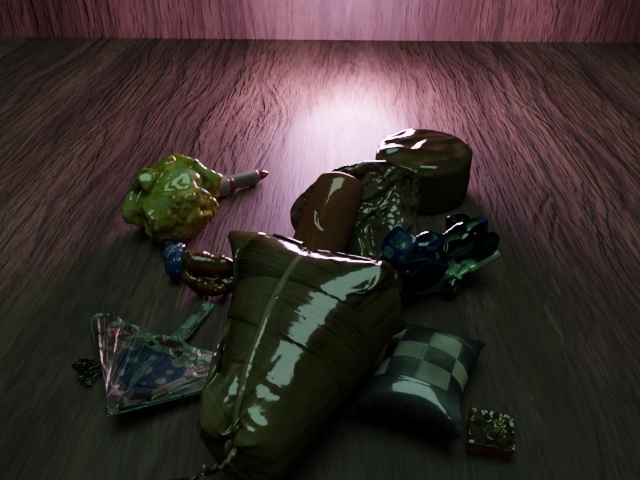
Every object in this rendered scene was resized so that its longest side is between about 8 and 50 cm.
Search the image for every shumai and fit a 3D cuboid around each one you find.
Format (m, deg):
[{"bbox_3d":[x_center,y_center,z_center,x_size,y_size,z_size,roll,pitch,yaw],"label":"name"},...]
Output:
[{"bbox_3d":[0.119,-0.033,1.446,0.346,0.217,0.283,-21,71,-8],"label":"shumai"}]

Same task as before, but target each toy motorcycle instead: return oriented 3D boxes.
[{"bbox_3d":[0.240,0.037,1.268,0.331,0.196,0.125,-21,39,-24],"label":"toy motorcycle"}]

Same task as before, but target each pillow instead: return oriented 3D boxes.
[{"bbox_3d":[0.187,0.242,1.054,0.186,0.106,0.250,14,33,19],"label":"pillow"}]

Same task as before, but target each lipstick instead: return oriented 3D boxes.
[{"bbox_3d":[-0.232,-0.175,1.702,0.186,0.057,0.063,-19,39,-33],"label":"lipstick"}]

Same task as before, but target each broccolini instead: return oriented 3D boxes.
[{"bbox_3d":[-0.374,0.243,1.114,0.194,0.054,0.052,-1,16,-5],"label":"broccolini"}]

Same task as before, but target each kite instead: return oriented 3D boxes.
[{"bbox_3d":[-0.304,0.213,1.132,0.406,0.014,0.368,17,30,12],"label":"kite"}]

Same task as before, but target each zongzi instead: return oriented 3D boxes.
[{"bbox_3d":[-0.153,0.199,1.050,0.467,0.218,0.500,14,49,40],"label":"zongzi"}]

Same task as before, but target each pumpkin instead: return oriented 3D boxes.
[{"bbox_3d":[0.289,0.325,0.981,0.083,0.054,0.074,10,40,6],"label":"pumpkin"}]

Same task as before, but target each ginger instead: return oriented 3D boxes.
[{"bbox_3d":[-0.238,0.080,1.298,0.162,0.103,0.073,8,-1,-4],"label":"ginger"}]

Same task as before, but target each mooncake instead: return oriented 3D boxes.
[{"bbox_3d":[0.289,-0.209,1.659,0.284,0.155,0.284,-2,34,1],"label":"mooncake"}]

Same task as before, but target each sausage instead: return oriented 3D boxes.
[{"bbox_3d":[0.000,0.001,1.284,0.121,0.121,0.304,16,78,21],"label":"sausage"}]

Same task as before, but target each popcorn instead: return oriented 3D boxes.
[{"bbox_3d":[-0.374,-0.111,1.493,0.255,0.195,0.256,-9,54,-3],"label":"popcorn"}]

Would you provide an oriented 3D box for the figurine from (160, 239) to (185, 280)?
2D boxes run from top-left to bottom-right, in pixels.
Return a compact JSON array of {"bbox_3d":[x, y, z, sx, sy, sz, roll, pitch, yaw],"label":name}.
[{"bbox_3d":[-0.345,0.040,1.373,0.136,0.077,0.079,37,10,37],"label":"figurine"}]
